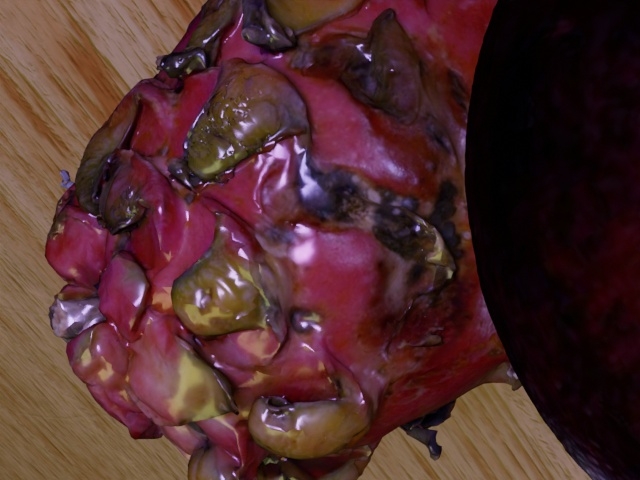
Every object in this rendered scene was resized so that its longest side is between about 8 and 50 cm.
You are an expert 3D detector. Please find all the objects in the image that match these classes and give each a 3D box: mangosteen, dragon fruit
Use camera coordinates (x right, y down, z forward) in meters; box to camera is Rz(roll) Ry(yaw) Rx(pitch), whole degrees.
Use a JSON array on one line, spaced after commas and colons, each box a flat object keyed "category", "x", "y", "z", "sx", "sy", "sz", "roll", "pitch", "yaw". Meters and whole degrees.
[{"category": "mangosteen", "x": 0.211, "y": -0.018, "z": 0.646, "sx": 0.307, "sy": 0.307, "sz": 0.347, "roll": 24, "pitch": -176, "yaw": 19}, {"category": "dragon fruit", "x": 0.000, "y": 0.000, "z": 0.905, "sx": 0.269, "sy": 0.291, "sz": 0.250, "roll": 32, "pitch": 151, "yaw": -1}]
